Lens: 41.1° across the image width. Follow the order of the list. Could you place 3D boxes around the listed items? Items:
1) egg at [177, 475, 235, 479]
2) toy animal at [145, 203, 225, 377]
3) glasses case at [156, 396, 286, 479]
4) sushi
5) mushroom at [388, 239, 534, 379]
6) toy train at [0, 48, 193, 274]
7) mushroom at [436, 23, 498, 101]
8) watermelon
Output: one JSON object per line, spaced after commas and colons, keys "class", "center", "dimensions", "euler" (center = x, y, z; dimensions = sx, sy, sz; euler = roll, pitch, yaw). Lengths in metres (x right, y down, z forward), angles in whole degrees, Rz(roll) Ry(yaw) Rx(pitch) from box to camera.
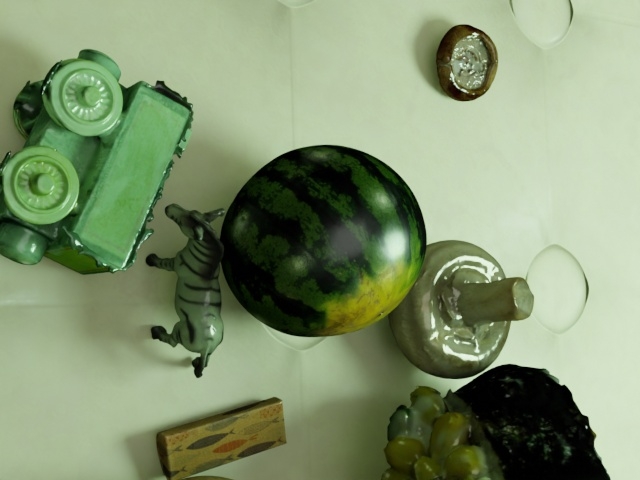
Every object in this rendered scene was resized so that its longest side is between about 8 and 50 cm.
{"class": "egg", "center": [-0.139, 0.435, 0.972], "dimensions": [0.250, 0.250, 0.322], "euler": [13, 74, -28]}
{"class": "toy animal", "center": [-0.153, 0.063, 1.045], "dimensions": [0.073, 0.176, 0.217], "euler": [-8, 91, -29]}
{"class": "glasses case", "center": [-0.128, 0.257, 1.120], "dimensions": [0.170, 0.041, 0.065], "euler": [-12, 103, -31]}
{"class": "sushi", "center": [0.204, 0.337, 1.161], "dimensions": [0.285, 0.328, 0.329], "euler": [-1, 45, -4]}
{"class": "mushroom", "center": [0.213, 0.097, 1.231], "dimensions": [0.207, 0.215, 0.207], "euler": [7, 77, -36]}
{"class": "toy train", "center": [-0.280, -0.088, 1.004], "dimensions": [0.188, 0.159, 0.272], "euler": [30, 69, -30]}
{"class": "mushroom", "center": [0.231, -0.285, 1.370], "dimensions": [0.123, 0.052, 0.123], "euler": [-2, 93, -28]}
{"class": "watermelon", "center": [0.004, 0.003, 1.089], "dimensions": [0.269, 0.269, 0.269], "euler": [3, 84, -30]}
